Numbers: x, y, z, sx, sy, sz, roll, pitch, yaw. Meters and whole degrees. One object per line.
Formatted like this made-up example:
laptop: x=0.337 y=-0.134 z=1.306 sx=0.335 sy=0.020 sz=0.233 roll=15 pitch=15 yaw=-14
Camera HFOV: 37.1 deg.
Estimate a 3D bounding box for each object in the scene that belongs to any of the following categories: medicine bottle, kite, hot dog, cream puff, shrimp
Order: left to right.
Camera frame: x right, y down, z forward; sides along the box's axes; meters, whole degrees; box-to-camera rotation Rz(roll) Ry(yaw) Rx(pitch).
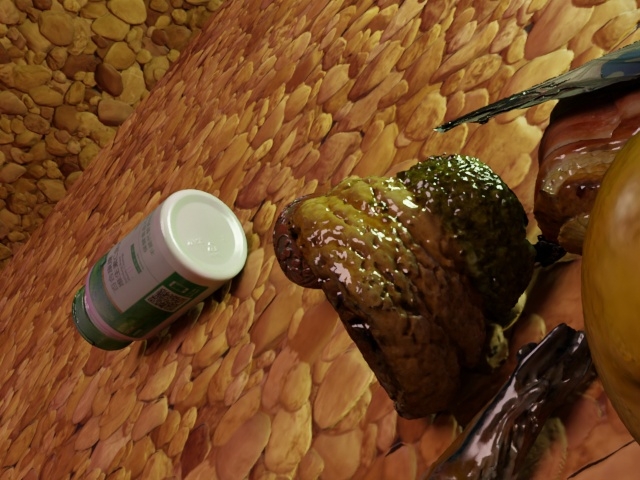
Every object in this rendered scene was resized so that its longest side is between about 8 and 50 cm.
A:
medicine bottle: x=-0.226 y=0.051 z=1.278 sx=0.274 sy=0.133 sz=0.133 roll=-37 pitch=29 yaw=40
cream puff: x=0.087 y=0.018 z=0.700 sx=0.169 sy=0.183 sz=0.183 roll=-32 pitch=23 yaw=-3
shrimp: x=0.112 y=0.153 z=0.570 sx=0.219 sy=0.046 sz=0.152 roll=-58 pitch=21 yaw=4
hot dog: x=0.197 y=-0.039 z=0.597 sx=0.123 sy=0.093 sz=0.261 roll=-20 pitch=19 yaw=27
kite: x=0.227 y=-0.108 z=0.588 sx=0.335 sy=0.011 sz=0.314 roll=-12 pitch=17 yaw=28

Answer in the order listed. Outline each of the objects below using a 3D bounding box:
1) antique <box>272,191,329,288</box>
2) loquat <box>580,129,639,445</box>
antique: x=0.000 y=0.000 z=0.939 sx=0.104 sy=0.104 sz=0.104 roll=-44 pitch=25 yaw=26
loquat: x=0.205 y=0.013 z=0.369 sx=0.213 sy=0.213 sz=0.213 roll=-44 pitch=25 yaw=26
